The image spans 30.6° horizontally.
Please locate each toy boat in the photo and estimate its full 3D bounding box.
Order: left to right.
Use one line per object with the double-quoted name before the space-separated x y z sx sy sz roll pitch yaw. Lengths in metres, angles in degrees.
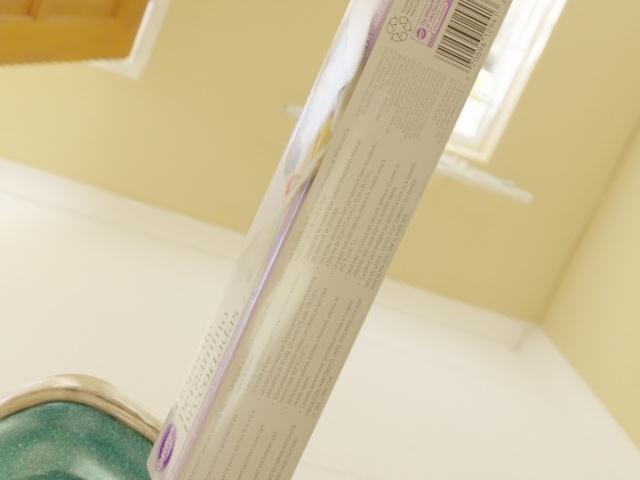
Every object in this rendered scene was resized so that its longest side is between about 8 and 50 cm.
"toy boat" -0.196 0.256 0.820 0.267 0.318 0.148 47 -164 -21

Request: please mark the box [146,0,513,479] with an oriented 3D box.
"box" 0.000 0.000 0.631 0.067 0.324 0.063 20 -171 -22
